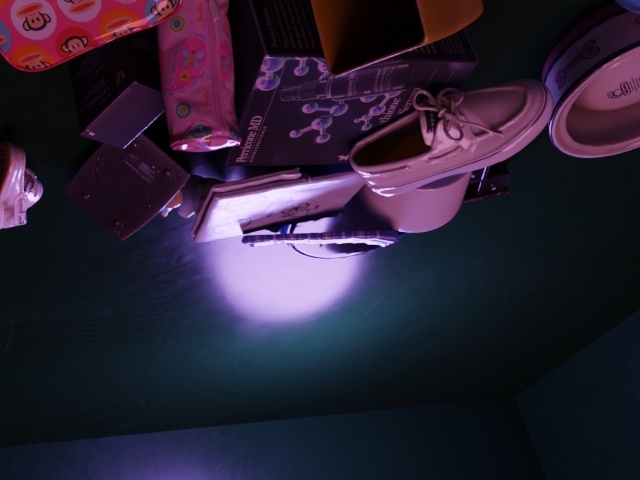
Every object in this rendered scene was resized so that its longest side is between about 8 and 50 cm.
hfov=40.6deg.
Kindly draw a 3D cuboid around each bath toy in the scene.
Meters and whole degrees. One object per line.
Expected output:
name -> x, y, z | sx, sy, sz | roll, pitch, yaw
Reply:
bath toy -> -0.196, -0.095, 1.898 | 0.348, 0.151, 0.129 | 8, 116, -43

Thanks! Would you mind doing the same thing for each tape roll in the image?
tape roll -> 0.204, -0.162, 1.863 | 0.246, 0.246, 0.169 | -12, 150, -9

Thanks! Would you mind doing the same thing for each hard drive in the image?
hard drive -> -0.383, -0.123, 1.735 | 0.172, 0.054, 0.255 | 42, 126, -15

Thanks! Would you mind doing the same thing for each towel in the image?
towel -> 0.000, 0.000, 1.928 | 0.336, 0.040, 0.243 | -2, 180, -1

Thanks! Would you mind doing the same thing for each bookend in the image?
bookend -> 0.399, -0.169, 2.135 | 0.157, 0.072, 0.156 | -12, 151, -10

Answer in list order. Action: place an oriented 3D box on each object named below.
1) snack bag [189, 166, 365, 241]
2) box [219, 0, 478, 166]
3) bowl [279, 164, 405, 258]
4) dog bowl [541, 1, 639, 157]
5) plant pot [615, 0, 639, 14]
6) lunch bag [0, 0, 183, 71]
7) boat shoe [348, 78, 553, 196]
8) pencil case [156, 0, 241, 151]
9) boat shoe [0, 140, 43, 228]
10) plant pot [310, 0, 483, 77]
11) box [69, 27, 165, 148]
snack bag -> -0.078, -0.079, 1.739 | 0.343, 0.037, 0.323 | -11, 167, -17
box -> 0.025, -0.302, 1.554 | 0.396, 0.212, 0.293 | -3, 149, -22
bowl -> 0.084, -0.076, 2.126 | 0.391, 0.077, 0.391 | -13, 151, -7
dog bowl -> 0.663, -0.358, 1.864 | 0.408, 0.150, 0.408 | -13, 152, -7
plant pot -> 0.428, -0.544, 1.255 | 0.334, 0.341, 0.341 | 12, 141, -30
lunch bag -> -0.363, -0.401, 1.223 | 0.293, 0.120, 0.258 | -19, 127, 4
boat shoe -> 0.209, -0.200, 1.496 | 0.367, 0.135, 0.156 | -20, 151, 26
pencil case -> -0.196, -0.285, 1.388 | 0.124, 0.284, 0.124 | -4, 180, 0
boat shoe -> -0.593, -0.108, 1.694 | 0.096, 0.098, 0.277 | -1, 157, -27
plant pot -> 0.123, -0.385, 1.310 | 0.187, 0.212, 0.212 | -19, -173, -38
box -> -0.338, -0.269, 1.473 | 0.156, 0.158, 0.093 | -35, 147, 30
